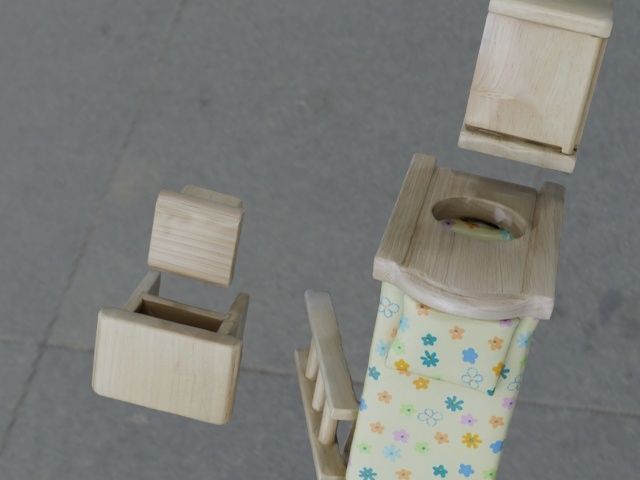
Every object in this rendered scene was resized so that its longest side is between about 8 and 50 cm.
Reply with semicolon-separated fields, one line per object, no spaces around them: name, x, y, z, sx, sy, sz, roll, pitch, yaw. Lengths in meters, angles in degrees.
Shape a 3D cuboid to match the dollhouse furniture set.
dollhouse furniture set;0.000;0.000;0.461;0.161;0.182;0.101;13;27;6
